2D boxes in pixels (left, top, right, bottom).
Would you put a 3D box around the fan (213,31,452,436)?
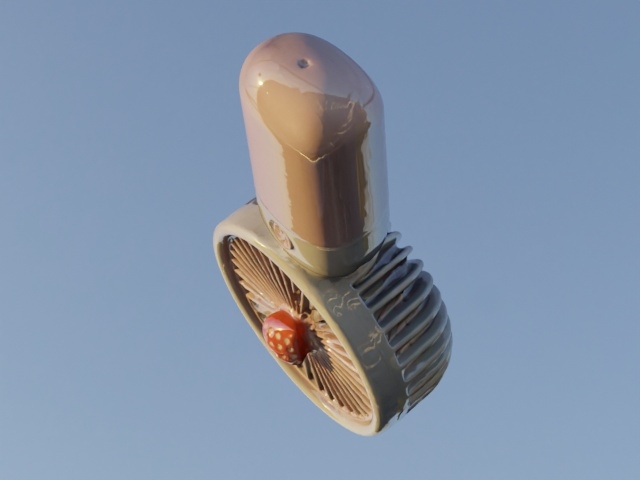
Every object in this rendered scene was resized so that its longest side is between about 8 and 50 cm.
[{"bbox_3d":[0.000,0.000,0.606,0.074,0.130,0.244,-36,-30,-18],"label":"fan"}]
